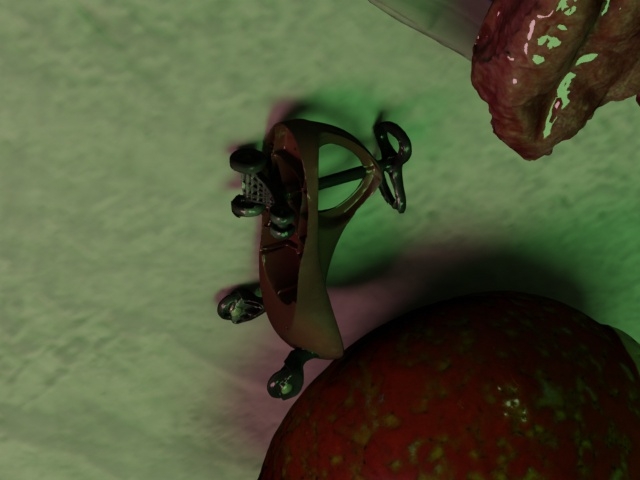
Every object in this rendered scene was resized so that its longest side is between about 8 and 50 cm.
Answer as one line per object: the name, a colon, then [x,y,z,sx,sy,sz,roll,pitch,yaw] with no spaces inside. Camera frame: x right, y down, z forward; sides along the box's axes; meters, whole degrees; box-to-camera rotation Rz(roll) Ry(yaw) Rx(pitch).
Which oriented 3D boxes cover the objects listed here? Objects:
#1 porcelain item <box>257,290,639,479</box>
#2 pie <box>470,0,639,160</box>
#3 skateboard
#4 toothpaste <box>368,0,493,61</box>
porcelain item: [0.091,0.156,1.012,0.253,0.253,0.253,-13,141,-11]
pie: [0.166,-0.114,0.849,0.219,0.054,0.204,8,128,-49]
skateboard: [0.000,0.000,0.937,0.080,0.067,0.151,-17,139,-21]
toothpaste: [0.051,-0.138,0.800,0.099,0.068,0.282,-8,163,34]
